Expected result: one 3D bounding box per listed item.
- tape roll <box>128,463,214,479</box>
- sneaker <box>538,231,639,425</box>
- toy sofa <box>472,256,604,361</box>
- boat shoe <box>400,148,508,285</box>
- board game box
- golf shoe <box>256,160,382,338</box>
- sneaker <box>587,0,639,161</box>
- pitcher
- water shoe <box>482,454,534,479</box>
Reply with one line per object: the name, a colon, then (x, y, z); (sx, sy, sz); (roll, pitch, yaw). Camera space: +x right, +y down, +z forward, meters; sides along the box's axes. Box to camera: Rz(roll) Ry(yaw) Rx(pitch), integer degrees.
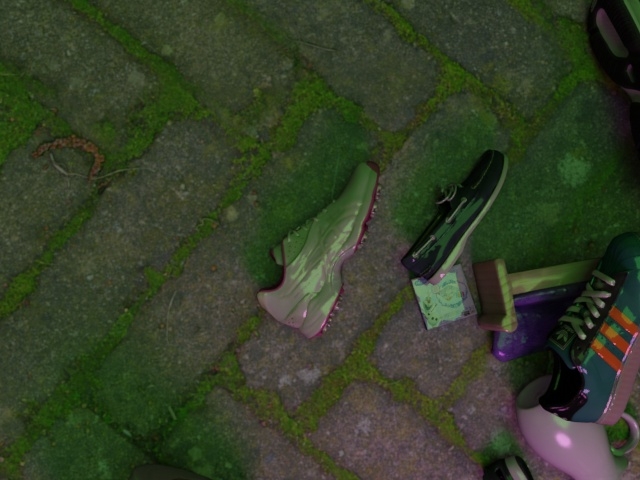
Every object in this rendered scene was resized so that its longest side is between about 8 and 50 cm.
tape roll: (-0.198, 0.461, 1.223); (0.246, 0.246, 0.169); (25, 86, -3)
sneaker: (0.403, 0.131, 1.208); (0.121, 0.108, 0.302); (6, 103, -13)
toy sofa: (0.445, 0.088, 1.340); (0.363, 0.150, 0.177); (-10, 86, -5)
boat shoe: (0.221, -0.050, 1.358); (0.079, 0.095, 0.254); (32, 87, -6)
board game box: (0.207, 0.095, 1.386); (0.090, 0.020, 0.090); (-17, 89, -5)
golf shoe: (0.000, 0.000, 1.333); (0.140, 0.115, 0.306); (23, 84, 1)
sneaker: (0.632, -0.247, 1.324); (0.258, 0.169, 0.447); (-11, 67, -8)
pitcher: (0.428, 0.306, 1.351); (0.178, 0.125, 0.207); (-43, 102, -24)
water shoe: (0.333, 0.456, 1.361); (0.080, 0.073, 0.203); (-24, 85, 17)
